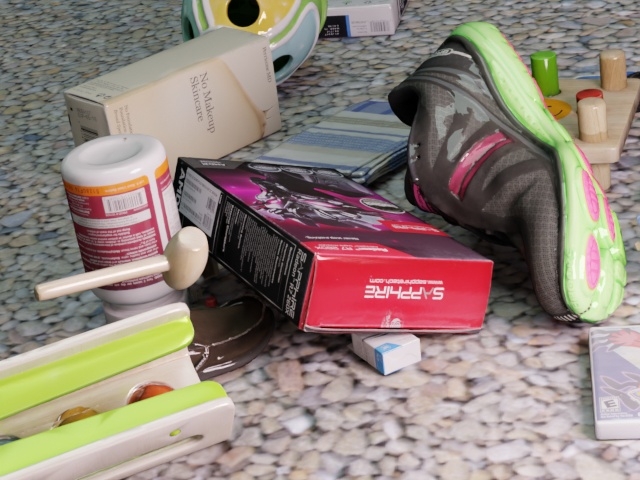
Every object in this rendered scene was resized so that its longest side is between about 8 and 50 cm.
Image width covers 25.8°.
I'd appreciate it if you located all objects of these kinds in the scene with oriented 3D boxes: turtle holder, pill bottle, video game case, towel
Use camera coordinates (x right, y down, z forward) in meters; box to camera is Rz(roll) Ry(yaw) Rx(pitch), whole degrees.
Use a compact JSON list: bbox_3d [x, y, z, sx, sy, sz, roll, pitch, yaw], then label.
[{"bbox_3d":[-0.101,-0.380,2.287,0.320,0.243,0.227,-35,26,46],"label":"turtle holder"},{"bbox_3d":[-0.219,-0.002,1.615,0.121,0.221,0.121,-7,26,3],"label":"pill bottle"},{"bbox_3d":[0.369,0.134,1.378,0.201,0.023,0.183,-4,26,10],"label":"video game case"},{"bbox_3d":[0.058,-0.142,2.033,0.209,0.034,0.285,9,29,37],"label":"towel"}]

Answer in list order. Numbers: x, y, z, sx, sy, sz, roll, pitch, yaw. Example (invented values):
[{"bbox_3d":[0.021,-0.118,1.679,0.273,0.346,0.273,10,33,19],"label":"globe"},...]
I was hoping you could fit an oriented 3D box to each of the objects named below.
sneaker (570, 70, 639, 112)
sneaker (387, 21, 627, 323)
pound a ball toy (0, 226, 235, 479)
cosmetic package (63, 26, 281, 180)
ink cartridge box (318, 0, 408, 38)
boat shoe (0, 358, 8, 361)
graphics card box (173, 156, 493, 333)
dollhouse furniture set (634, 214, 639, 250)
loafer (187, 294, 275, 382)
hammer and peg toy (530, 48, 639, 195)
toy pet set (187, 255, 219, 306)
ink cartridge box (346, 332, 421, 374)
[{"bbox_3d":[0.422,-0.213,2.032,0.152,0.058,0.084,-12,17,-22],"label":"sneaker"},{"bbox_3d":[0.210,-0.060,1.634,0.202,0.185,0.483,-31,40,9],"label":"sneaker"},{"bbox_3d":[-0.230,0.140,1.389,0.319,0.136,0.208,-19,63,-20],"label":"pound a ball toy"},{"bbox_3d":[-0.214,-0.192,2.080,0.309,0.160,0.113,-29,33,-34],"label":"cosmetic package"},{"bbox_3d":[0.083,-0.467,2.658,0.165,0.065,0.332,-2,28,14],"label":"ink cartridge box"},{"bbox_3d":[-0.357,0.175,1.466,0.257,0.095,0.095,-10,11,-16],"label":"boat shoe"},{"bbox_3d":[0.000,0.000,1.611,0.233,0.094,0.371,2,17,-30],"label":"graphics card box"},{"bbox_3d":[0.546,-0.010,1.574,0.303,0.198,0.286,-31,-9,28],"label":"dollhouse furniture set"},{"bbox_3d":[-0.137,0.109,1.525,0.080,0.078,0.220,16,35,41],"label":"loafer"},{"bbox_3d":[0.343,-0.163,1.874,0.361,0.127,0.266,2,28,21],"label":"hammer and peg toy"},{"bbox_3d":[-0.125,0.020,1.715,0.122,0.065,0.114,-24,27,-35],"label":"toy pet set"},{"bbox_3d":[0.066,0.111,1.514,0.048,0.028,0.083,-20,27,-24],"label":"ink cartridge box"}]
